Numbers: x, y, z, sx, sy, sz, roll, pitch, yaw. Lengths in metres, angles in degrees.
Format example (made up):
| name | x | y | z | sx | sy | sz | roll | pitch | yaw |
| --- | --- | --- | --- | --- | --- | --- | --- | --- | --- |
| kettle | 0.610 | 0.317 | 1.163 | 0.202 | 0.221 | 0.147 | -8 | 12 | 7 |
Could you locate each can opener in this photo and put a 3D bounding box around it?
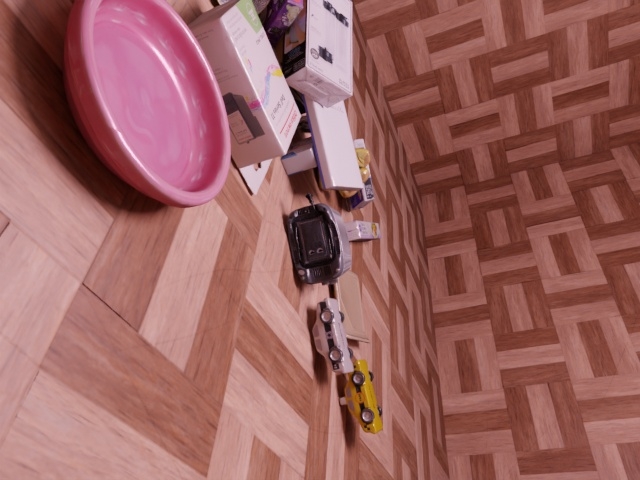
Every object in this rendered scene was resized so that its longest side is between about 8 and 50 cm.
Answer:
| name | x | y | z | sx | sy | sz | roll | pitch | yaw |
| --- | --- | --- | --- | --- | --- | --- | --- | --- | --- |
| can opener | -0.027 | -0.368 | 1.518 | 0.280 | 0.074 | 0.093 | -23 | 98 | -71 |

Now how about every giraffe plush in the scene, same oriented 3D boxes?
| name | x | y | z | sx | sy | sz | roll | pitch | yaw |
| --- | --- | --- | --- | --- | --- | --- | --- | --- | --- |
| giraffe plush | 0.052 | -0.259 | 1.597 | 0.210 | 0.181 | 0.170 | 34 | 21 | -13 |

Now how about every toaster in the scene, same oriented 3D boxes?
| name | x | y | z | sx | sy | sz | roll | pitch | yaw |
| --- | --- | --- | --- | --- | --- | --- | --- | --- | --- |
| toaster | 0.000 | 0.000 | 1.276 | 0.146 | 0.129 | 0.227 | 7 | 69 | -74 |

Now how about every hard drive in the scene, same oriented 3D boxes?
| name | x | y | z | sx | sy | sz | roll | pitch | yaw |
| --- | --- | --- | --- | --- | --- | --- | --- | --- | --- |
| hard drive | 0.030 | -0.294 | 1.375 | 0.210 | 0.040 | 0.319 | -8 | 85 | -64 |

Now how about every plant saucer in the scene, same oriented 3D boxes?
| name | x | y | z | sx | sy | sz | roll | pitch | yaw |
| --- | --- | --- | --- | --- | --- | --- | --- | --- | --- |
| plant saucer | -0.252 | -0.206 | 0.752 | 0.332 | 0.084 | 0.333 | -13 | 90 | -72 |

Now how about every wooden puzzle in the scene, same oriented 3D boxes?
| name | x | y | z | sx | sy | sz | roll | pitch | yaw |
| --- | --- | --- | --- | --- | --- | --- | --- | --- | --- |
| wooden puzzle | 0.080 | 0.186 | 1.516 | 0.221 | 0.044 | 0.239 | 33 | 42 | -63 |

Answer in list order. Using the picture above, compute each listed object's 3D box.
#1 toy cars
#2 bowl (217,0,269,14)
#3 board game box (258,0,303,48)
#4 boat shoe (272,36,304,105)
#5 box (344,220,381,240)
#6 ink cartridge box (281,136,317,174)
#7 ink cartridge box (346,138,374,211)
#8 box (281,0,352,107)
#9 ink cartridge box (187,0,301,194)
| name | x | y | z | sx | sy | sz | roll | pitch | yaw |
| --- | --- | --- | --- | --- | --- | --- | --- | --- | --- |
| toy cars | 0.058 | 0.328 | 1.294 | 0.176 | 0.087 | 0.394 | -77 | 145 | -62 |
| bowl | -0.192 | -0.601 | 1.152 | 0.170 | 0.080 | 0.170 | -29 | 136 | -32 |
| board game box | -0.111 | -0.666 | 1.259 | 0.056 | 0.208 | 0.347 | 9 | 71 | -33 |
| boat shoe | -0.007 | -0.511 | 1.554 | 0.500 | 0.155 | 0.187 | 18 | 59 | -70 |
| box | 0.149 | -0.031 | 1.813 | 0.324 | 0.067 | 0.063 | -1 | 78 | -70 |
| ink cartridge box | -0.045 | -0.230 | 1.353 | 0.122 | 0.088 | 0.052 | -69 | 141 | -58 |
| ink cartridge box | 0.121 | -0.216 | 1.739 | 0.208 | 0.045 | 0.207 | 148 | -69 | -76 |
| box | -0.004 | -0.503 | 1.267 | 0.169 | 0.087 | 0.290 | 17 | 67 | -43 |
| ink cartridge box | -0.145 | -0.298 | 1.063 | 0.207 | 0.119 | 0.354 | -78 | 149 | -52 |
